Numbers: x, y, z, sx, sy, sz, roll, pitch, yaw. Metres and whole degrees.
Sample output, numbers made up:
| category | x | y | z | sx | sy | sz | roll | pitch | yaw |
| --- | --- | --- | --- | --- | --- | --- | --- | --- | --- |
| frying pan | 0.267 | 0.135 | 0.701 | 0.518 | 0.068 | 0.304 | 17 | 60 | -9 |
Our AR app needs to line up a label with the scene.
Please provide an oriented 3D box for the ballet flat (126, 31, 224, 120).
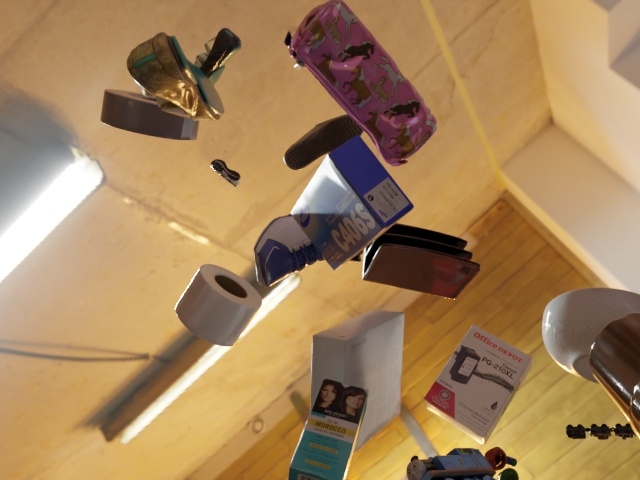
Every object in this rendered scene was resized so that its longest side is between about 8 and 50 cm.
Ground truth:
| category | x | y | z | sx | sy | sz | roll | pitch | yaw |
| --- | --- | --- | --- | --- | --- | --- | --- | --- | --- |
| ballet flat | -0.281 | -0.299 | 1.239 | 0.123 | 0.123 | 0.348 | -39 | -5 | 1 |

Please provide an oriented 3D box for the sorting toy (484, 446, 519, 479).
| category | x | y | z | sx | sy | sz | roll | pitch | yaw |
| --- | --- | --- | --- | --- | --- | --- | --- | --- | --- |
| sorting toy | 0.371 | 0.468 | 1.322 | 0.061 | 0.102 | 0.042 | -30 | 10 | -24 |

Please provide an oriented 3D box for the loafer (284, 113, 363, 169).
| category | x | y | z | sx | sy | sz | roll | pitch | yaw |
| --- | --- | --- | --- | --- | --- | --- | --- | --- | --- |
| loafer | 0.004 | -0.308 | 1.936 | 0.268 | 0.092 | 0.102 | -27 | -66 | -4 |

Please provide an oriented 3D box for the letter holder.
| category | x | y | z | sx | sy | sz | roll | pitch | yaw |
| --- | --- | --- | --- | --- | --- | --- | --- | --- | --- |
| letter holder | 0.301 | 0.035 | 1.900 | 0.301 | 0.152 | 0.214 | 12 | -34 | -8 |

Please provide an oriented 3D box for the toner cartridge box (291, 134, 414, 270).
| category | x | y | z | sx | sy | sz | roll | pitch | yaw |
| --- | --- | --- | --- | --- | --- | --- | --- | --- | --- |
| toner cartridge box | 0.048 | -0.059 | 1.250 | 0.075 | 0.165 | 0.348 | -34 | -5 | -19 |

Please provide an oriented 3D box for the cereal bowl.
| category | x | y | z | sx | sy | sz | roll | pitch | yaw |
| --- | --- | --- | --- | --- | --- | --- | --- | --- | --- |
| cereal bowl | 0.742 | 0.276 | 1.657 | 0.339 | 0.339 | 0.141 | 94 | -163 | -54 |

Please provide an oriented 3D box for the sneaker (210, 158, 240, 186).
| category | x | y | z | sx | sy | sz | roll | pitch | yaw |
| --- | --- | --- | --- | --- | --- | --- | --- | --- | --- |
| sneaker | -0.270 | -0.189 | 1.810 | 0.040 | 0.109 | 0.044 | -41 | -22 | -24 |

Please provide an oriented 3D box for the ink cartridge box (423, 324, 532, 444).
| category | x | y | z | sx | sy | sz | roll | pitch | yaw |
| --- | --- | --- | --- | --- | --- | --- | --- | --- | --- |
| ink cartridge box | 0.397 | 0.357 | 1.606 | 0.237 | 0.172 | 0.100 | -53 | -28 | -16 |

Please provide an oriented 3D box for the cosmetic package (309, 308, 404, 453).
| category | x | y | z | sx | sy | sz | roll | pitch | yaw |
| --- | --- | --- | --- | --- | --- | --- | --- | --- | --- |
| cosmetic package | 0.099 | 0.340 | 1.584 | 0.377 | 0.097 | 0.284 | -7 | -77 | -62 |

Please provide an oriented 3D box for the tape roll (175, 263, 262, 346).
| category | x | y | z | sx | sy | sz | roll | pitch | yaw |
| --- | --- | --- | --- | --- | --- | --- | --- | --- | --- |
| tape roll | -0.340 | 0.216 | 2.146 | 0.169 | 0.246 | 0.246 | -56 | -32 | 12 |

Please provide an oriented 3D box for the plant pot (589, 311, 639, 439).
| category | x | y | z | sx | sy | sz | roll | pitch | yaw |
| --- | --- | --- | --- | --- | --- | --- | --- | --- | --- |
| plant pot | 0.455 | 0.185 | 0.842 | 0.167 | 0.165 | 0.167 | -2 | -69 | -6 |

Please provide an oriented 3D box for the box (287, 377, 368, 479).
| category | x | y | z | sx | sy | sz | roll | pitch | yaw |
| --- | --- | --- | --- | --- | --- | --- | --- | --- | --- |
| box | 0.020 | 0.377 | 1.235 | 0.244 | 0.100 | 0.060 | -62 | -18 | -58 |

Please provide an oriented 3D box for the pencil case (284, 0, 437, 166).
| category | x | y | z | sx | sy | sz | roll | pitch | yaw |
| --- | --- | --- | --- | --- | --- | --- | --- | --- | --- |
| pencil case | 0.096 | -0.342 | 1.409 | 0.167 | 0.160 | 0.386 | -39 | -68 | 19 |

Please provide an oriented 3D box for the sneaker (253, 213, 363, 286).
| category | x | y | z | sx | sy | sz | roll | pitch | yaw |
| --- | --- | --- | --- | --- | --- | --- | --- | --- | --- |
| sneaker | 0.001 | -0.001 | 1.510 | 0.315 | 0.182 | 0.127 | -38 | -44 | -37 |

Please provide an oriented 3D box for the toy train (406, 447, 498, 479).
| category | x | y | z | sx | sy | sz | roll | pitch | yaw |
| --- | --- | --- | --- | --- | --- | --- | --- | --- | --- |
| toy train | 0.210 | 0.385 | 1.011 | 0.184 | 0.105 | 0.080 | 14 | -65 | -38 |

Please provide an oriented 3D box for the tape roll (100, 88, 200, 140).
| category | x | y | z | sx | sy | sz | roll | pitch | yaw |
| --- | --- | --- | --- | --- | --- | --- | --- | --- | --- |
| tape roll | -0.385 | -0.288 | 1.461 | 0.219 | 0.219 | 0.072 | -3 | -70 | -47 |

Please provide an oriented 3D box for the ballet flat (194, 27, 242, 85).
| category | x | y | z | sx | sy | sz | roll | pitch | yaw |
| --- | --- | --- | --- | --- | --- | --- | --- | --- | --- |
| ballet flat | -0.247 | -0.416 | 1.470 | 0.074 | 0.074 | 0.203 | -13 | -13 | -38 |

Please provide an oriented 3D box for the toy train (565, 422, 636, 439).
| category | x | y | z | sx | sy | sz | roll | pitch | yaw |
| --- | --- | --- | --- | --- | --- | --- | --- | --- | --- |
| toy train | 0.655 | 0.448 | 1.491 | 0.158 | 0.036 | 0.027 | -6 | 19 | 15 |
